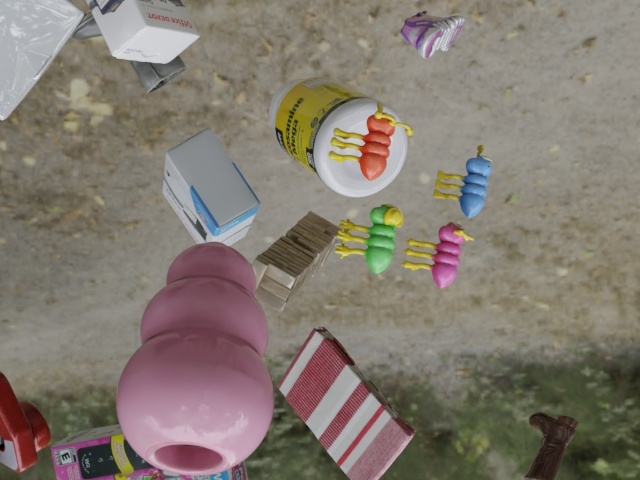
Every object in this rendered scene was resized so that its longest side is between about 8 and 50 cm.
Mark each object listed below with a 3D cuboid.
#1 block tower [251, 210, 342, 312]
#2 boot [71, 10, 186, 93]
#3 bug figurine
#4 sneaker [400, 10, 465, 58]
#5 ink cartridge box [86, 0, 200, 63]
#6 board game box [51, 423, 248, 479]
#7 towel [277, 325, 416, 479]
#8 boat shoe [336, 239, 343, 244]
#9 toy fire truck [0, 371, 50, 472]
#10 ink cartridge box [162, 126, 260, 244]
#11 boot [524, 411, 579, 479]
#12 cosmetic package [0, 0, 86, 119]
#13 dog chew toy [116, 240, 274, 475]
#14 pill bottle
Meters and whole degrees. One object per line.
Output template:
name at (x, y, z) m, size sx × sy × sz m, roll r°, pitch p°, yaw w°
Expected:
block tower at (-0.054, 0.040, 1.739) m, size 0.097 × 0.091 × 0.335 m, roll 30°, pitch -155°, yaw 9°
boot at (-0.421, -0.415, 1.798) m, size 0.190 × 0.208 × 0.076 m, roll -28°, pitch -168°, yaw 9°
bug figurine at (0.133, -0.051, 1.091) m, size 0.279 × 0.216 × 0.072 m, roll 15°, pitch 171°, yaw -37°
sneaker at (0.270, -0.516, 2.010) m, size 0.236 × 0.104 × 0.095 m, roll -33°, pitch 152°, yaw -54°
ink cartridge box at (-0.350, -0.461, 1.535) m, size 0.100 × 0.237 × 0.172 m, roll -29°, pitch 173°, yaw 27°
board game box at (-0.277, 0.416, 1.386) m, size 0.303 × 0.224 × 0.097 m, roll -13°, pitch 178°, yaw 10°
towel at (0.050, 0.382, 1.868) m, size 0.037 × 0.329 × 0.237 m, roll -16°, pitch 146°, yaw -46°
boat shoe at (0.000, 0.000, 2.209) m, size 0.142 × 0.049 × 0.040 m, roll -11°, pitch 166°, yaw -32°
toy fire truck at (-0.629, 0.286, 1.479) m, size 0.302 × 0.254 × 0.169 m, roll 16°, pitch -148°, yaw 34°
ink cartridge box at (-0.276, -0.107, 2.026) m, size 0.129 × 0.223 × 0.307 m, roll -33°, pitch 175°, yaw -18°
boot at (0.319, 0.309, 1.204) m, size 0.037 × 0.114 × 0.106 m, roll 34°, pitch 159°, yaw -10°
cosmetic package at (-0.574, -0.386, 1.250) m, size 0.385 × 0.217 × 0.156 m, roll 39°, pitch -177°, yaw -23°
dog chew toy at (-0.160, 0.143, 1.133) m, size 0.206 × 0.332 × 0.206 m, roll 2°, pitch 143°, yaw 1°
pill bottle at (0.018, -0.222, 1.651) m, size 0.188 × 0.188 × 0.334 m, roll 8°, pitch -163°, yaw -27°
